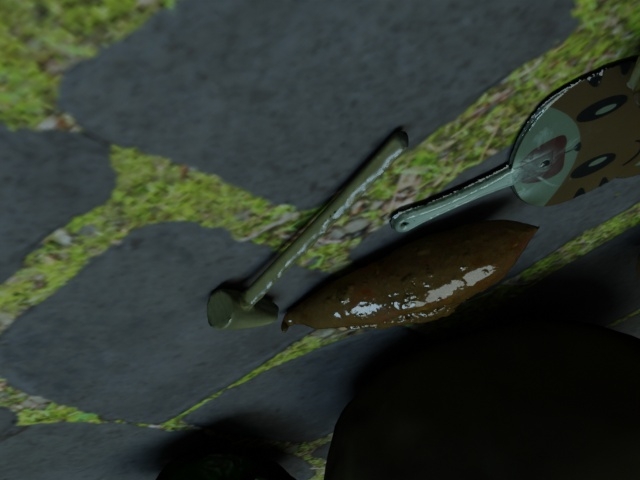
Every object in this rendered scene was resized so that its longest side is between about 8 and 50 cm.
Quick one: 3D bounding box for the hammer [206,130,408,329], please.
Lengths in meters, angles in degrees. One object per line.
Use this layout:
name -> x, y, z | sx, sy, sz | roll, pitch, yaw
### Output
hammer -> 0.000, 0.000, 0.505 | 0.060, 0.028, 0.195 | 6, 139, -46

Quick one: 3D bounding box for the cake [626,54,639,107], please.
cake -> 0.273, -0.076, 0.423 | 0.135, 0.147, 0.134 | 15, 130, -43

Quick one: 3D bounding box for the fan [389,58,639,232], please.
fan -> 0.152, -0.055, 0.524 | 0.227, 0.008, 0.152 | -23, 149, 2

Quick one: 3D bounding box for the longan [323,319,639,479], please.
longan -> 0.223, 0.279, 0.715 | 0.436, 0.404, 0.404 | 12, 136, -39

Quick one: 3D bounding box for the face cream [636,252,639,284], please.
face cream -> 0.364, 0.036, 0.656 | 0.149, 0.149, 0.104 | 6, 139, -37

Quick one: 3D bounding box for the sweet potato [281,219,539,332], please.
sweet potato -> 0.064, 0.034, 0.565 | 0.206, 0.060, 0.068 | -17, 118, 11

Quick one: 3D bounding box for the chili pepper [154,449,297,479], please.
chili pepper -> -0.098, 0.272, 0.804 | 0.148, 0.116, 0.264 | -37, 148, 4
